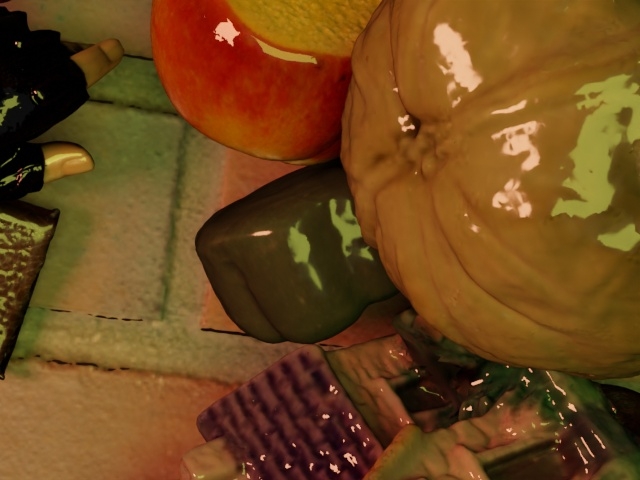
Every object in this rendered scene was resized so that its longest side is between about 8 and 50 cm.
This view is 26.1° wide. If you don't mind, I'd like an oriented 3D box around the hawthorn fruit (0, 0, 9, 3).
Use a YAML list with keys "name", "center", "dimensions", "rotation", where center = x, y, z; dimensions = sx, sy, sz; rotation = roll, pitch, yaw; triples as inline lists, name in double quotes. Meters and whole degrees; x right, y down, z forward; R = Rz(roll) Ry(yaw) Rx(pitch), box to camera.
- name: "hawthorn fruit"
  center: [-0.225, -0.235, 0.898]
  dimensions: [0.200, 0.179, 0.179]
  rotation: [23, 92, -14]

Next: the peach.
- name: "peach"
  center: [-0.019, -0.154, 0.932]
  dimensions: [0.190, 0.190, 0.192]
  rotation: [18, 110, -11]

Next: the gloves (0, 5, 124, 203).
- name: "gloves"
  center: [-0.232, -0.100, 0.935]
  dimensions: [0.203, 0.124, 0.164]
  rotation: [-29, 96, -6]

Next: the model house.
- name: "model house"
  center: [0.047, 0.165, 0.901]
  dimensions: [0.237, 0.202, 0.237]
  rotation: [-13, 56, -32]

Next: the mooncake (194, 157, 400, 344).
- name: "mooncake"
  center: [0.000, 0.000, 0.968]
  dimensions: [0.168, 0.175, 0.104]
  rotation: [-26, 101, 32]

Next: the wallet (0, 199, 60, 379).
- name: "wallet"
  center: [-0.321, 0.004, 0.979]
  dimensions: [0.243, 0.039, 0.133]
  rotation: [17, 97, -13]

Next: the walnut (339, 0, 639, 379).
- name: "walnut"
  center: [0.153, -0.065, 0.818]
  dimensions: [0.277, 0.282, 0.253]
  rotation: [-14, 141, -43]

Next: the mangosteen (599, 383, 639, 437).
- name: "mangosteen"
  center: [0.219, 0.192, 1.035]
  dimensions: [0.184, 0.172, 0.173]
  rotation: [14, 94, -12]

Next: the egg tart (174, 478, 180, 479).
- name: "egg tart"
  center: [-0.093, 0.285, 1.004]
  dimensions: [0.241, 0.106, 0.241]
  rotation: [-2, 94, -32]
